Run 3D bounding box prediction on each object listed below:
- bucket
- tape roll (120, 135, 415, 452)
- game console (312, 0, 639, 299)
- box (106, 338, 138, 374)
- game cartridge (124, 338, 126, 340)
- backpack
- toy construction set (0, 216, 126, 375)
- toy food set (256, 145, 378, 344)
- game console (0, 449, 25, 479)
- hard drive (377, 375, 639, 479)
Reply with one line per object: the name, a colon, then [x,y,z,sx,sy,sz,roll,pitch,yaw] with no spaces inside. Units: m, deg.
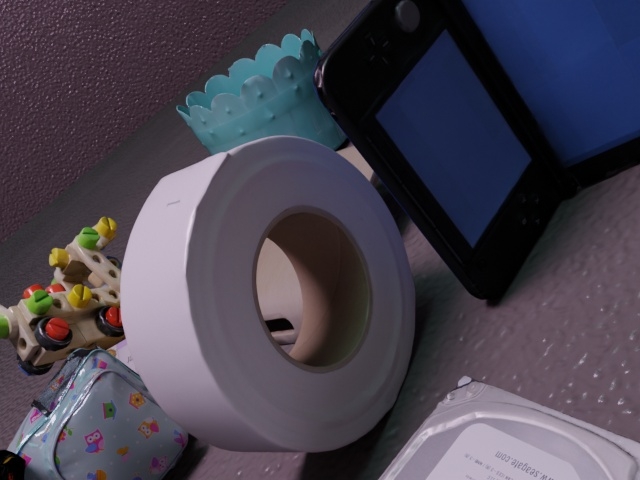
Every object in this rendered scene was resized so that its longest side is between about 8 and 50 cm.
bucket: [-0.089,-0.223,1.329,0.281,0.183,0.281,-26,22,12]
tape roll: [-0.037,0.050,0.701,0.100,0.286,0.286,-14,35,44]
game console: [0.184,-0.124,0.665,0.173,0.293,0.250,-2,44,54]
box: [-0.261,0.179,1.014,0.324,0.063,0.067,-29,53,37]
game cartridge: [-0.208,0.085,1.185,0.324,0.052,0.285,-7,40,47]
backpack: [-0.253,0.234,0.847,0.188,0.166,0.144,-53,22,-18]
toy construction set: [-0.390,0.083,1.087,0.328,0.215,0.151,-20,-27,-45]
toy food set: [0.000,0.000,0.996,0.220,0.092,0.306,-13,44,44]
game console: [-0.377,0.391,0.723,0.213,0.044,0.361,-23,56,28]
hard drive: [0.075,0.252,0.467,0.339,0.064,0.237,-48,25,-15]
